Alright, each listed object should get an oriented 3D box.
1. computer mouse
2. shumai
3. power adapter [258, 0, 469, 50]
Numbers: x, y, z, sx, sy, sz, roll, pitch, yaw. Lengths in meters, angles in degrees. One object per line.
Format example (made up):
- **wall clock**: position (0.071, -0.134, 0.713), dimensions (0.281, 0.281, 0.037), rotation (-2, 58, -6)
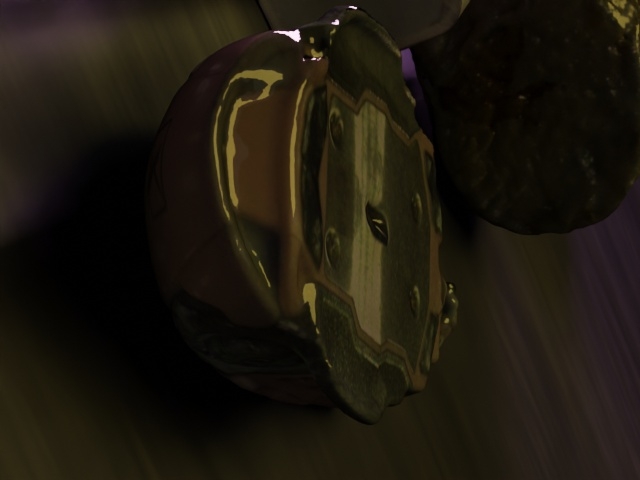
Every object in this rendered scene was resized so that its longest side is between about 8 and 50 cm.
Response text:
- **computer mouse**: position (-0.007, -0.001, 0.853), dimensions (0.389, 0.115, 0.199), rotation (41, 54, -68)
- **shumai**: position (0.175, -0.144, 1.225), dimensions (0.218, 0.189, 0.255), rotation (-43, 124, -64)
- **power adapter**: position (0.043, -0.210, 1.067), dimensions (0.125, 0.130, 0.205), rotation (64, 25, -17)
